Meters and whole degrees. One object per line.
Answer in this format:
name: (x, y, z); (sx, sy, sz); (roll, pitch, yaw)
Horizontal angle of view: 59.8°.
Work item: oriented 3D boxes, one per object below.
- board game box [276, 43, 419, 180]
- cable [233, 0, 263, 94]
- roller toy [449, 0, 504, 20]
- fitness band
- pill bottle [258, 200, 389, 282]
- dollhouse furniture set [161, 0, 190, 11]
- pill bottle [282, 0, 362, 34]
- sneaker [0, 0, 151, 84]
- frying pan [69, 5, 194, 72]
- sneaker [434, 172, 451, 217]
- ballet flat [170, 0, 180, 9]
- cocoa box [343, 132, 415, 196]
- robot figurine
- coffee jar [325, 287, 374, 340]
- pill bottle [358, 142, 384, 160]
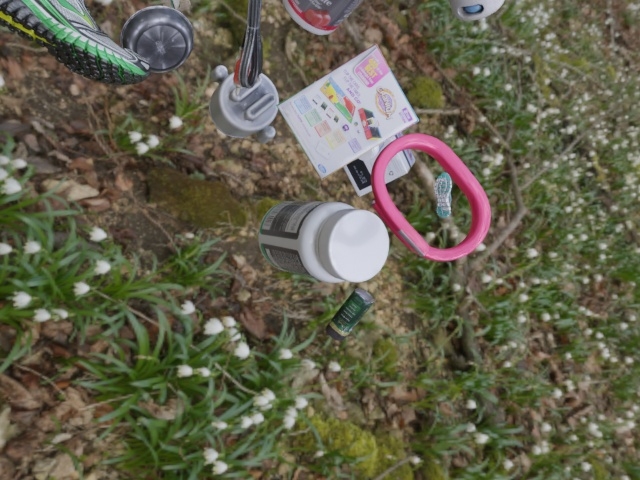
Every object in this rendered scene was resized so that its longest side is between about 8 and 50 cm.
board game box: (0.075, -0.351, 1.540); (0.242, 0.317, 0.064); (59, 3, -10)
cable: (-0.174, -0.472, 1.284); (0.139, 0.072, 0.287); (-73, 171, -46)
roller toy: (0.552, -0.883, 1.979); (0.146, 0.191, 0.209); (59, 3, -43)
fitness band: (0.231, -0.088, 1.182); (0.291, 0.209, 0.054); (49, -13, -5)
pill bottle: (0.000, 0.000, 1.436); (0.361, 0.204, 0.204); (10, -65, 59)
dollhouse furniture set: (-0.554, -0.979, 2.074); (0.161, 0.101, 0.181); (76, 4, -61)
pill bottle: (0.058, -0.637, 1.278); (0.176, 0.318, 0.176); (14, 63, -31)
sneaker: (-0.474, -0.424, 1.060); (0.344, 0.134, 0.146); (33, 73, -28)
frying pan: (-0.490, -0.521, 1.467); (0.053, 0.326, 0.197); (60, -33, 33)
sneaker: (0.458, -0.173, 2.068); (0.076, 0.065, 0.166); (-43, 135, -66)
ballet flat: (-0.503, -0.864, 1.897); (0.168, 0.052, 0.057); (77, -3, -59)
cocoa box: (0.193, -0.396, 2.216); (0.347, 0.231, 0.228); (61, 25, -9)
robot figurine: (-0.263, -0.456, 1.882); (0.300, 0.200, 0.353); (56, -15, -16)
coffee jar: (0.097, 0.252, 1.879); (0.079, 0.184, 0.096); (39, 14, 12)
pill bottle: (0.174, -0.341, 1.991); (0.160, 0.087, 0.087); (-57, 137, -58)
